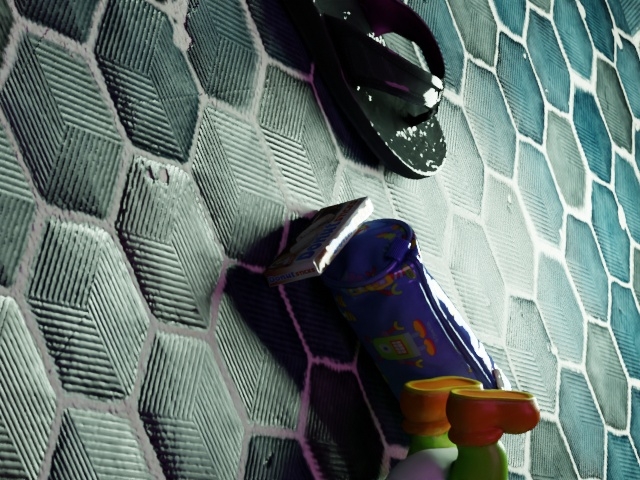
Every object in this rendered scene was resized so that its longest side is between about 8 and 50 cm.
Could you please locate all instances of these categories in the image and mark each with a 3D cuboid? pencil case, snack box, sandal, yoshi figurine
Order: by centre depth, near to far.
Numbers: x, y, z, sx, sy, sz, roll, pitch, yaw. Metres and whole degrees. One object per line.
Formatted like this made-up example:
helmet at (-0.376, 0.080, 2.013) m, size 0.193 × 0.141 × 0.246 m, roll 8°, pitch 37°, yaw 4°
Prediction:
yoshi figurine at (0.179, 0.339, 1.865) m, size 0.203 × 0.203 × 0.362 m, roll -4°, pitch 98°, yaw -71°
snack box at (0.000, 0.000, 1.869) m, size 0.022 × 0.064 × 0.178 m, roll 68°, pitch 28°, yaw -16°
pencil case at (0.118, 0.115, 1.958) m, size 0.306 × 0.133 × 0.119 m, roll 57°, pitch 42°, yaw -28°
sandal at (0.063, -0.246, 2.063) m, size 0.446 × 0.107 × 0.167 m, roll 55°, pitch 34°, yaw -33°
